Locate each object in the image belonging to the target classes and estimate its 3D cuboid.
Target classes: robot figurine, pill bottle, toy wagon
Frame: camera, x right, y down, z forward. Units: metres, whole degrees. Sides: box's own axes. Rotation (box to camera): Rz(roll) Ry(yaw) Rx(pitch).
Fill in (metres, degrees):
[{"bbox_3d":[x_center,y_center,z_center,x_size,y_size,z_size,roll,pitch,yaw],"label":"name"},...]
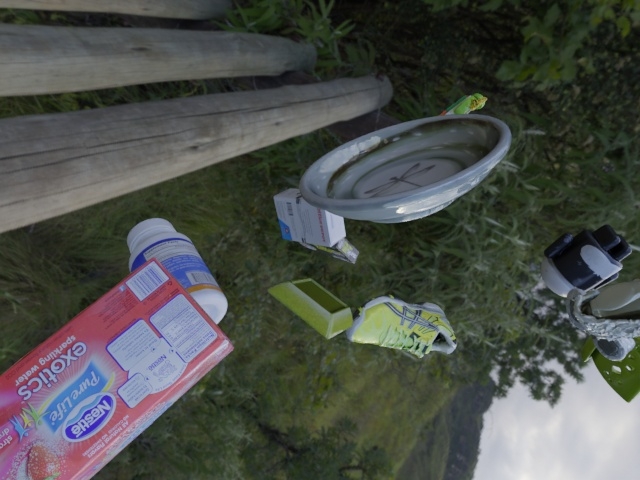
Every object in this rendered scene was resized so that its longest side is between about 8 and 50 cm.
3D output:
[{"bbox_3d":[0.892,0.072,1.551,0.173,0.209,0.278,-6,146,-51],"label":"robot figurine"},{"bbox_3d":[-0.333,0.077,1.018,0.152,0.272,0.152,-28,146,-21],"label":"pill bottle"},{"bbox_3d":[0.460,-0.425,1.607,0.267,0.068,0.344,-38,177,-17],"label":"toy wagon"}]

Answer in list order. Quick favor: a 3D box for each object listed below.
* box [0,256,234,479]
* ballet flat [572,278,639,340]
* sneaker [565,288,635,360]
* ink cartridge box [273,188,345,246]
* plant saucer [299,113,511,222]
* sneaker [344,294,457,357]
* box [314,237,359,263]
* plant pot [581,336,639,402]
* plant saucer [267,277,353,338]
[{"bbox_3d":[-0.277,0.186,0.598,0.300,0.154,0.142,-42,171,-17],"label":"box"},{"bbox_3d":[0.687,0.110,0.876,0.409,0.147,0.147,-33,-168,48],"label":"ballet flat"},{"bbox_3d":[0.840,0.243,1.370,0.115,0.232,0.090,-11,150,-29],"label":"sneaker"},{"bbox_3d":[-0.033,-0.074,1.393,0.086,0.203,0.148,-33,123,-43],"label":"ink cartridge box"},{"bbox_3d":[0.161,-0.128,0.885,0.400,0.400,0.100,-48,127,-43],"label":"plant saucer"},{"bbox_3d":[0.247,0.255,1.316,0.385,0.147,0.145,4,122,-31],"label":"sneaker"},{"bbox_3d":[0.000,0.000,1.870,0.060,0.270,0.216,-65,150,-11],"label":"box"},{"bbox_3d":[1.019,0.348,1.490,0.228,0.207,0.227,-15,132,-31],"label":"plant pot"},{"bbox_3d":[-0.011,0.150,1.116,0.045,0.188,0.188,-58,161,11],"label":"plant saucer"}]
